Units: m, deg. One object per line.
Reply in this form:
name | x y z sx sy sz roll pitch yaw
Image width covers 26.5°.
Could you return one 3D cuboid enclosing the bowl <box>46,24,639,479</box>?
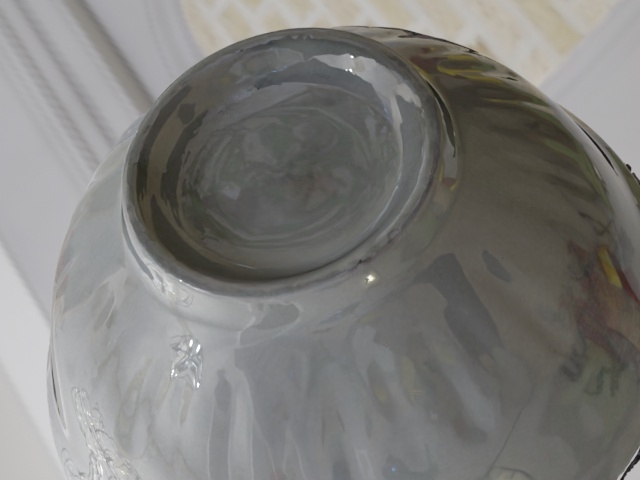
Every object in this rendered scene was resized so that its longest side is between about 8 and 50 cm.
bowl | 0.000 0.000 0.366 0.189 0.189 0.086 58 175 34
